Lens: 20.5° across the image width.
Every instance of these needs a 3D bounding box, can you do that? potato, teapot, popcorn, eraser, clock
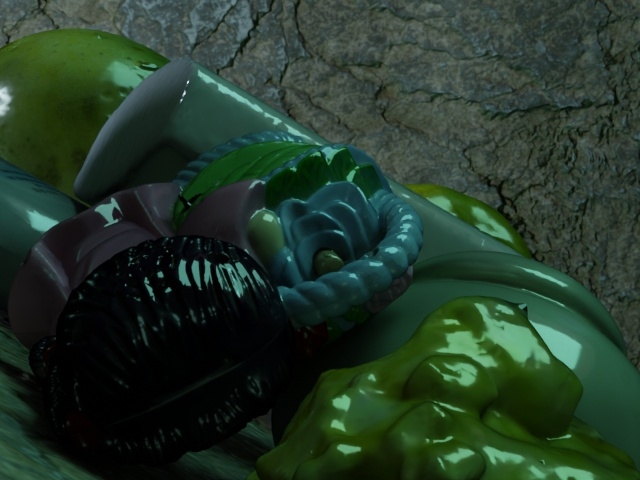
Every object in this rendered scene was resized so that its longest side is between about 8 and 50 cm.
[{"bbox_3d":[-0.153,-0.046,1.429,0.304,0.216,0.216,39,-1,-6],"label":"potato"},{"bbox_3d":[0.056,0.101,0.951,0.220,0.149,0.318,40,-31,-26],"label":"teapot"},{"bbox_3d":[0.051,0.109,0.692,0.173,0.142,0.173,49,12,-14],"label":"popcorn"},{"bbox_3d":[0.000,0.000,1.060,0.270,0.094,0.174,31,-17,-17],"label":"eraser"},{"bbox_3d":[-0.048,0.023,0.827,0.100,0.194,0.195,64,-7,-18],"label":"clock"}]

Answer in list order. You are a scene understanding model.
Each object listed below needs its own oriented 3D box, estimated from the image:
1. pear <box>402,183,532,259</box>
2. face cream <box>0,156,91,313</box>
[{"bbox_3d":[0.056,0.062,1.308,0.212,0.212,0.269,29,-34,-8],"label":"pear"},{"bbox_3d":[-0.182,0.003,1.101,0.337,0.080,0.163,29,1,24],"label":"face cream"}]
